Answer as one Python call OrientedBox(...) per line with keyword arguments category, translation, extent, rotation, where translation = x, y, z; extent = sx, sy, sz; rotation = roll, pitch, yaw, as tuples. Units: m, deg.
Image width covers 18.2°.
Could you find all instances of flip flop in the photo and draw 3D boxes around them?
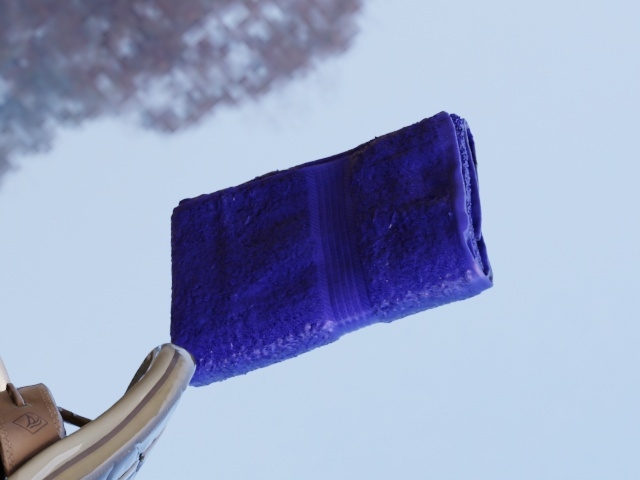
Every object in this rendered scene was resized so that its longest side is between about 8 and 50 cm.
OrientedBox(category="flip flop", translation=(-0.146, 0.114, 0.927), extent=(0.277, 0.080, 0.112), rotation=(-39, 164, -52))

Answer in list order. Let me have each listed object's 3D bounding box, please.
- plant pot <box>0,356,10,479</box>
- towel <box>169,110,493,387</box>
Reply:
OrientedBox(category="plant pot", translation=(-0.303, 0.120, 1.248), extent=(0.191, 0.284, 0.284), rotation=(-14, -150, 28))
OrientedBox(category="towel", translation=(0.000, 0.000, 1.816), extent=(0.308, 0.076, 0.228), rotation=(-21, -142, 14))
